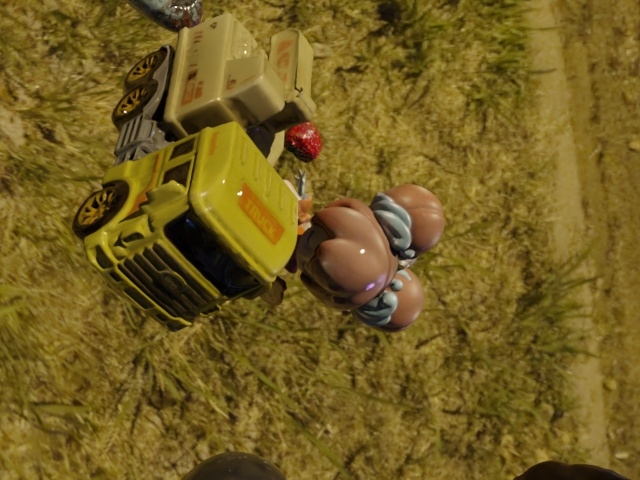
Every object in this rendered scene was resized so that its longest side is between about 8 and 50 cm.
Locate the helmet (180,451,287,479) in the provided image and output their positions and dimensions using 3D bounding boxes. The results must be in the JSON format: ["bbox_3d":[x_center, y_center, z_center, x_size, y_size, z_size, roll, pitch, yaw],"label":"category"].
[{"bbox_3d":[-0.144,0.456,1.195,0.160,0.230,0.279,-57,164,21],"label":"helmet"}]

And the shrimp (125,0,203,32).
[{"bbox_3d":[-0.276,-0.390,1.055,0.233,0.090,0.079,33,75,-20],"label":"shrimp"}]

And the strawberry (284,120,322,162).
[{"bbox_3d":[-0.039,-0.243,1.747,0.106,0.106,0.106,-7,104,-32],"label":"strawberry"}]

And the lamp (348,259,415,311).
[{"bbox_3d":[0.121,0.046,1.694,0.246,0.108,0.179,-33,93,-13],"label":"lamp"}]

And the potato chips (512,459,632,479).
[{"bbox_3d":[0.250,0.317,0.679,0.062,0.195,0.208,-17,109,-66],"label":"potato chips"}]

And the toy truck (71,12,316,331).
[{"bbox_3d":[-0.127,-0.106,0.853,0.180,0.254,0.405,48,29,-37],"label":"toy truck"}]

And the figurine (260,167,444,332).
[{"bbox_3d":[-0.001,0.001,1.279,0.248,0.388,0.277,-23,130,-49],"label":"figurine"}]
